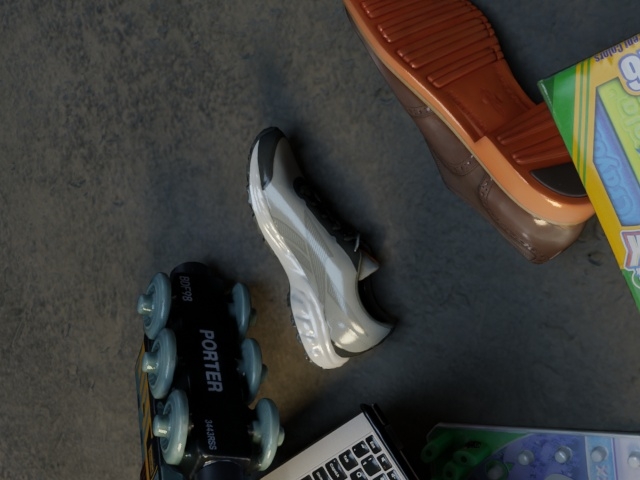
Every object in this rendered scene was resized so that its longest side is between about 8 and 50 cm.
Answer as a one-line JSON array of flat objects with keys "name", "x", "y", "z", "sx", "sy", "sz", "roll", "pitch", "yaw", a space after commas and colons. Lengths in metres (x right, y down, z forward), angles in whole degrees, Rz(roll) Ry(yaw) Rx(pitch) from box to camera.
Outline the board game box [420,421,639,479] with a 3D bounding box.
[{"name": "board game box", "x": 0.297, "y": 0.389, "z": 1.225, "sx": 0.390, "sy": 0.050, "sz": 0.389, "roll": -2, "pitch": 100, "yaw": 32}]

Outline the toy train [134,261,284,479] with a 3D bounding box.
[{"name": "toy train", "x": -0.142, "y": 0.180, "z": 1.324, "sx": 0.334, "sy": 0.142, "sz": 0.190, "roll": -106, "pitch": 32, "yaw": -46}]

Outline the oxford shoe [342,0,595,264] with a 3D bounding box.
[{"name": "oxford shoe", "x": 0.125, "y": -0.128, "z": 1.174, "sx": 0.363, "sy": 0.130, "sz": 0.132, "roll": 55, "pitch": 150, "yaw": 25}]

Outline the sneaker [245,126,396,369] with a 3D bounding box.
[{"name": "sneaker", "x": 0.000, "y": 0.000, "z": 1.303, "sx": 0.108, "sy": 0.100, "sz": 0.271, "roll": -21, "pitch": 93, "yaw": 19}]

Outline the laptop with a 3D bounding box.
[{"name": "laptop", "x": 0.063, "y": 0.382, "z": 1.198, "sx": 0.408, "sy": 0.236, "sz": 0.382, "roll": -38, "pitch": 79, "yaw": 33}]

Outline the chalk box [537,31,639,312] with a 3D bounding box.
[{"name": "chalk box", "x": 0.347, "y": -0.050, "z": 1.023, "sx": 0.179, "sy": 0.180, "sz": 0.289, "roll": -26, "pitch": 88, "yaw": 33}]
